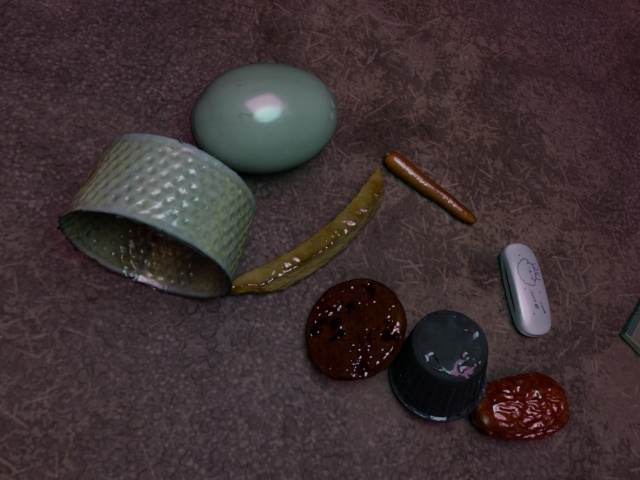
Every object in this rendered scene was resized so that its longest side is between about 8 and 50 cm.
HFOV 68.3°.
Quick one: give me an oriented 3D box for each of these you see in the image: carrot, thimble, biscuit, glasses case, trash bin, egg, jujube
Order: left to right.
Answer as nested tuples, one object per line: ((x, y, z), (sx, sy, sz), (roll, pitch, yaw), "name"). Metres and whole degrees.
((-0.241, -0.027, 0.745), (0.270, 0.271, 0.150), (20, 63, -7), "thimble")
((-0.102, -0.229, 0.891), (0.282, 0.203, 0.203), (-13, 73, -15), "egg")
((0.059, 0.155, 0.832), (0.191, 0.049, 0.192), (-11, 51, 14), "biscuit")
((0.239, -0.113, 1.025), (0.247, 0.043, 0.043), (37, 65, 0), "carrot")
((0.211, 0.202, 0.802), (0.175, 0.161, 0.176), (-1, 56, 2), "trash bin")
((0.361, 0.306, 0.865), (0.176, 0.109, 0.112), (-7, 35, -9), "jujube")
((0.428, 0.101, 0.986), (0.076, 0.049, 0.197), (1, 69, -14), "glasses case")

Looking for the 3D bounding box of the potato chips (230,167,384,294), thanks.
((0.000, 0.000, 0.910), (0.407, 0.057, 0.080), (-39, 70, -24), "potato chips")

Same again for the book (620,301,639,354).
((0.817, 0.192, 1.067), (0.282, 0.025, 0.215), (-40, 83, -25), "book")
